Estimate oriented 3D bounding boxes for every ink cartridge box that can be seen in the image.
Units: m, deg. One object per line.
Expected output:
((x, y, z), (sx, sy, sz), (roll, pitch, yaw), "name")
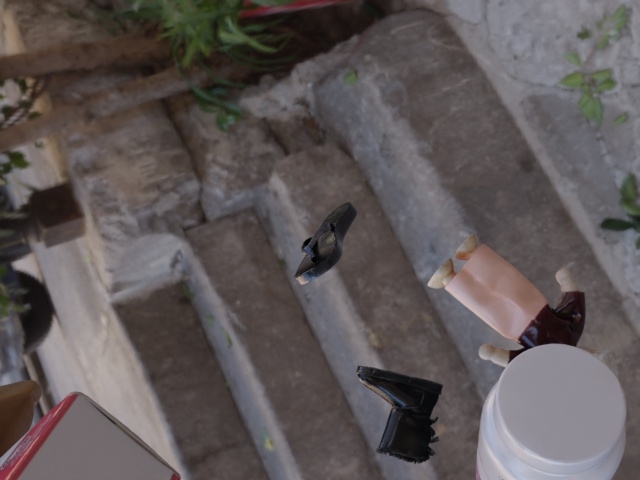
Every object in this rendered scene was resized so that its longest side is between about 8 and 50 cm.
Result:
((-0.282, 0.299, 0.702), (0.131, 0.226, 0.306), (41, 122, -11), "ink cartridge box")

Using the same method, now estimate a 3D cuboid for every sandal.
((0.000, 0.000, 1.562), (0.097, 0.254, 0.054), (-33, 107, 28), "sandal")

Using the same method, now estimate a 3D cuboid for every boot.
((0.089, 0.208, 1.010), (0.045, 0.121, 0.099), (0, 74, 69), "boot")

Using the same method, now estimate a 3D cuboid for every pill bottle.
((0.269, 0.241, 1.004), (0.160, 0.160, 0.283), (56, 169, 31), "pill bottle")

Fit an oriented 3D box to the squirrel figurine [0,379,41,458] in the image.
((-0.492, 0.407, 1.131), (0.397, 0.281, 0.370), (177, 87, -67), "squirrel figurine")

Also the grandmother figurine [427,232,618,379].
((0.355, 0.134, 1.411), (0.342, 0.208, 0.104), (44, -176, 13), "grandmother figurine")
